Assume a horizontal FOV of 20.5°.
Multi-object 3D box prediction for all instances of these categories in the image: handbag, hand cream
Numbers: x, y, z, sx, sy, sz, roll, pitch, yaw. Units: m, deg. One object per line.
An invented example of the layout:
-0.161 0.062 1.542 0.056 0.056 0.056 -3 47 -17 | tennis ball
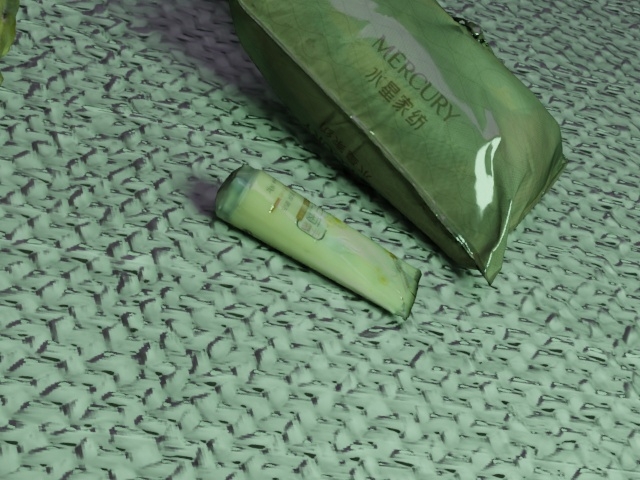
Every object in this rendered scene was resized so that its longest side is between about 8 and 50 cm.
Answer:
0.065 -0.106 1.232 0.270 0.117 0.182 47 36 3 | handbag
0.000 0.000 1.117 0.143 0.039 0.061 29 28 -6 | hand cream

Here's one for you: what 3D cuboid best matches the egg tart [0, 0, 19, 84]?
-0.319 -0.202 1.015 0.352 0.150 0.352 20 48 -24 | egg tart
